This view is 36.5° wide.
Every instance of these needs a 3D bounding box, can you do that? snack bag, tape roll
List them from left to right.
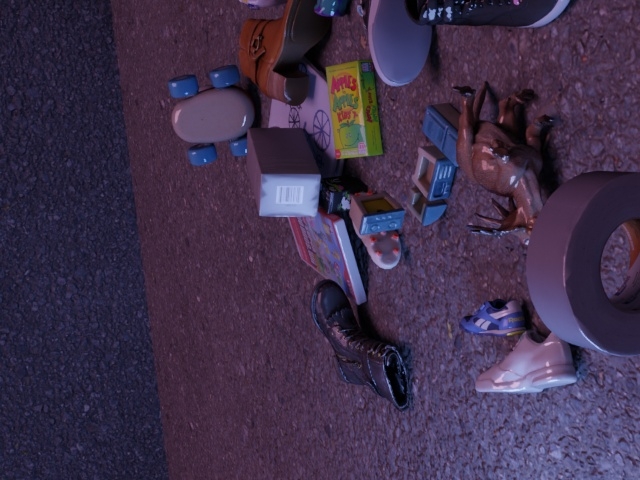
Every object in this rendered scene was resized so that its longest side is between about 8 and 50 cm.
[{"bbox_3d":[-0.033,-0.239,2.140,0.342,0.037,0.323,52,142,45],"label":"snack bag"},{"bbox_3d":[0.356,0.026,1.170,0.072,0.219,0.219,12,109,63],"label":"tape roll"}]

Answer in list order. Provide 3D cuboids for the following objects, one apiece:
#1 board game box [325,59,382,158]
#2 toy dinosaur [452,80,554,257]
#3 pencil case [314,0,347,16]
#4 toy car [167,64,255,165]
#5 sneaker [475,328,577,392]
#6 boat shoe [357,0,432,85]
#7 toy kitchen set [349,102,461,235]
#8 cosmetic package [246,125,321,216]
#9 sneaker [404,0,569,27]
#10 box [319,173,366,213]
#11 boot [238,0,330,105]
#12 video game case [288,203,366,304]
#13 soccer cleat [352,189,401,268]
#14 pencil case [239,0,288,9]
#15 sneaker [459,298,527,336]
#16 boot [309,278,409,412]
[{"bbox_3d":[0.065,-0.253,1.886,0.092,0.043,0.181,0,99,49],"label":"board game box"},{"bbox_3d":[0.261,-0.111,1.458,0.296,0.127,0.200,-116,22,-43],"label":"toy dinosaur"},{"bbox_3d":[0.025,-0.511,1.883,0.070,0.064,0.152,35,131,37],"label":"pencil case"},{"bbox_3d":[-0.263,-0.340,2.485,0.238,0.210,0.219,-86,-17,-68],"label":"toy car"},{"bbox_3d":[0.316,0.187,1.506,0.212,0.080,0.094,-29,60,57],"label":"sneaker"},{"bbox_3d":[0.114,-0.409,1.675,0.105,0.113,0.307,157,105,-71],"label":"boat shoe"},{"bbox_3d":[0.154,-0.104,1.625,0.122,0.166,0.207,53,144,45],"label":"toy kitchen set"},{"bbox_3d":[-0.081,-0.147,2.018,0.238,0.127,0.107,-108,20,-61],"label":"cosmetic package"},{"bbox_3d":[0.228,-0.355,1.402,0.295,0.146,0.105,13,109,62],"label":"sneaker"},{"bbox_3d":[0.042,-0.095,1.968,0.062,0.083,0.052,-129,38,-49],"label":"box"},{"bbox_3d":[-0.084,-0.443,2.057,0.220,0.109,0.284,40,130,48],"label":"boot"},{"bbox_3d":[0.000,0.000,2.093,0.285,0.025,0.204,36,148,57],"label":"video game case"},{"bbox_3d":[0.106,-0.012,1.890,0.076,0.068,0.196,100,156,-47],"label":"soccer cleat"},{"bbox_3d":[-0.118,-0.640,2.085,0.124,0.113,0.273,18,118,27],"label":"pencil case"},{"bbox_3d":[0.279,0.124,1.575,0.144,0.053,0.059,-7,90,58],"label":"sneaker"},{"bbox_3d":[0.090,0.207,1.963,0.229,0.091,0.263,9,123,64],"label":"boot"}]
